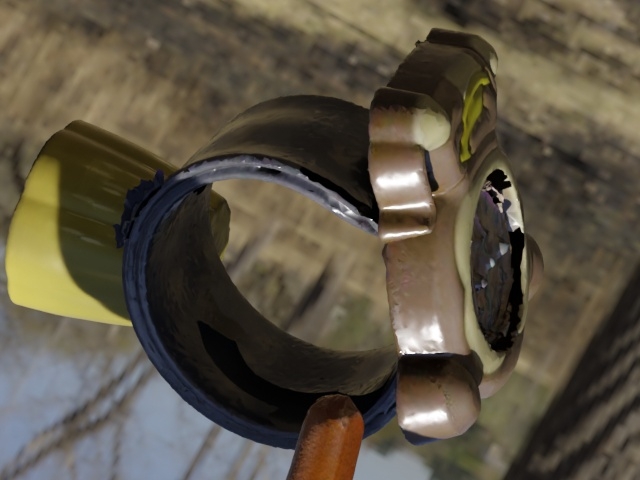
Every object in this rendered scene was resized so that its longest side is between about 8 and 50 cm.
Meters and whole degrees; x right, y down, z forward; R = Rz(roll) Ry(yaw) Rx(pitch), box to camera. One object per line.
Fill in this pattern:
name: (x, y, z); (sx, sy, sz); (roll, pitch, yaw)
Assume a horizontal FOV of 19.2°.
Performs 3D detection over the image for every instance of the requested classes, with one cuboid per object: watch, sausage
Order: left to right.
sausage: (-0.002, 0.164, 1.238); (0.039, 0.131, 0.041); (5, 161, 35)
watch: (0.000, 0.000, 1.645); (0.327, 0.335, 0.314); (-1, -154, 22)

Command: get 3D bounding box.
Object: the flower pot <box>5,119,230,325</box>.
flower pot: (-0.193, -0.004, 1.872); (0.179, 0.195, 0.195); (17, 176, 10)
